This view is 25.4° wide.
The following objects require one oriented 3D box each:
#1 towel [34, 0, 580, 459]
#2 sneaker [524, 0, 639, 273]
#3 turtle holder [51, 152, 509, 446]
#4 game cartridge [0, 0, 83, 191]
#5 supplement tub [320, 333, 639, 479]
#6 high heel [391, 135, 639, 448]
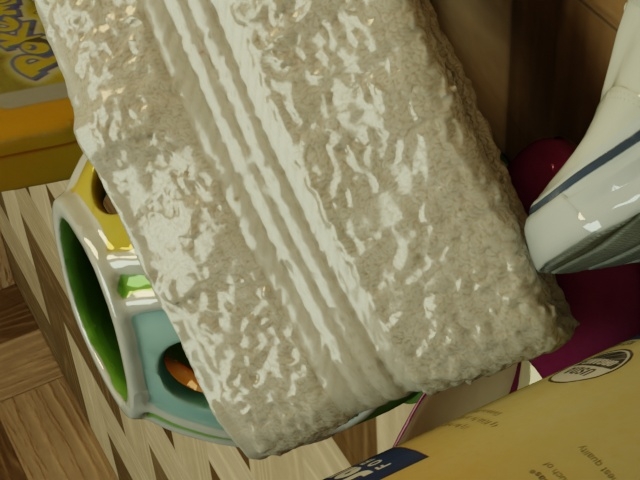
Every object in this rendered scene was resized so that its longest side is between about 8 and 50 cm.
[{"bbox_3d":[-0.015,-0.047,0.668,0.282,0.187,0.049,65,-153,-3],"label":"towel"},{"bbox_3d":[0.145,-0.060,0.528,0.258,0.094,0.091,128,134,-63],"label":"sneaker"},{"bbox_3d":[-0.029,-0.014,0.826,0.243,0.227,0.320,62,160,23],"label":"turtle holder"},{"bbox_3d":[-0.197,-0.142,1.014,0.285,0.324,0.052,51,143,43],"label":"game cartridge"},{"bbox_3d":[0.090,0.178,0.558,0.228,0.316,0.228,55,158,36],"label":"supplement tub"},{"bbox_3d":[0.073,0.117,0.758,0.127,0.181,0.377,51,155,45],"label":"high heel"}]
